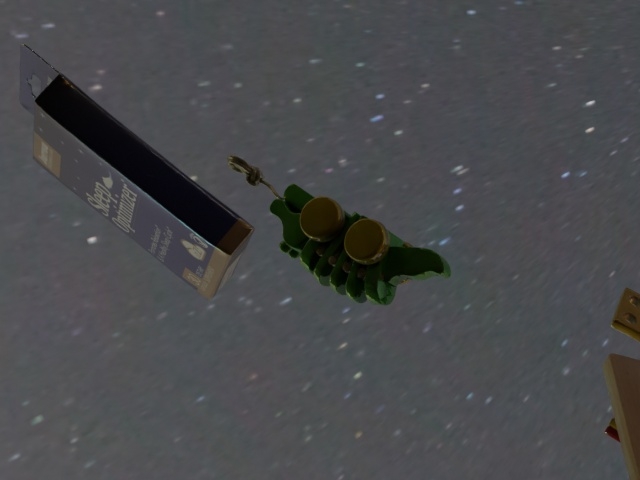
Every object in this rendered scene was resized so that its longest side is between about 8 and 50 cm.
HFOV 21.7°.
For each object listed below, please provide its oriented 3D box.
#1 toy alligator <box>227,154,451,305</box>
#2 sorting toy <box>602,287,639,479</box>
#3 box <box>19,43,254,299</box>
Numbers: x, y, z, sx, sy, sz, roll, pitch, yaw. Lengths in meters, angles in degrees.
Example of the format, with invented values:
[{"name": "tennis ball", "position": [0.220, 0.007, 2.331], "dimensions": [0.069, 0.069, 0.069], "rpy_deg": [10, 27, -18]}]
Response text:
[{"name": "toy alligator", "position": [0.000, 0.000, 1.088], "dimensions": [0.189, 0.056, 0.051], "rpy_deg": [26, -94, 32]}, {"name": "sorting toy", "position": [0.259, 0.147, 1.162], "dimensions": [0.132, 0.274, 0.046], "rpy_deg": [15, -52, -15]}, {"name": "box", "position": [-0.156, -0.050, 1.294], "dimensions": [0.225, 0.136, 0.036], "rpy_deg": [40, -109, 3]}]
